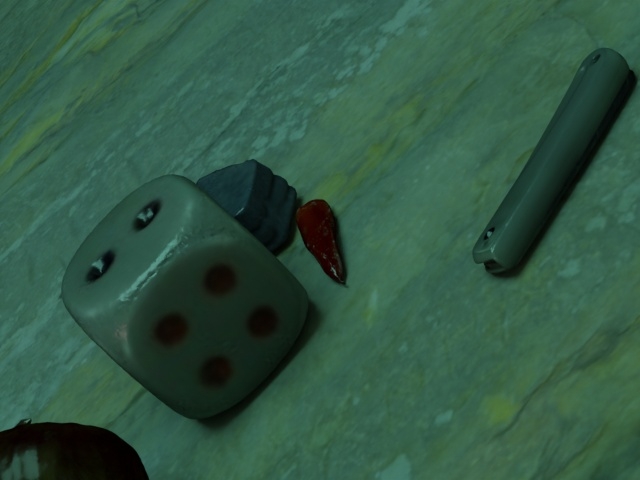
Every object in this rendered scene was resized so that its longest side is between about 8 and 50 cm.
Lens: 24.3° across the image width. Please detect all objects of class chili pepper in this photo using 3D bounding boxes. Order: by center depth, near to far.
[{"bbox_3d":[0.000,0.000,1.622,0.045,0.027,0.178,-37,32,12],"label":"chili pepper"}]

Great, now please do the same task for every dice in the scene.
[{"bbox_3d":[-0.143,0.059,1.560,0.192,0.193,0.194,-47,28,-2],"label":"dice"}]

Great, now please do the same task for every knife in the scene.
[{"bbox_3d":[0.223,-0.078,1.437,0.265,0.040,0.073,-58,21,-21],"label":"knife"}]

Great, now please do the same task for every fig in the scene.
[{"bbox_3d":[-0.253,0.322,1.438,0.191,0.191,0.290,-10,80,45],"label":"fig"}]

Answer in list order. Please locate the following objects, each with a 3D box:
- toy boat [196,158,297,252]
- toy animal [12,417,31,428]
[{"bbox_3d":[-0.156,0.003,1.762,0.283,0.078,0.127,-25,38,29],"label":"toy boat"},{"bbox_3d":[-0.421,0.267,1.774,0.220,0.069,0.086,-38,51,21],"label":"toy animal"}]
